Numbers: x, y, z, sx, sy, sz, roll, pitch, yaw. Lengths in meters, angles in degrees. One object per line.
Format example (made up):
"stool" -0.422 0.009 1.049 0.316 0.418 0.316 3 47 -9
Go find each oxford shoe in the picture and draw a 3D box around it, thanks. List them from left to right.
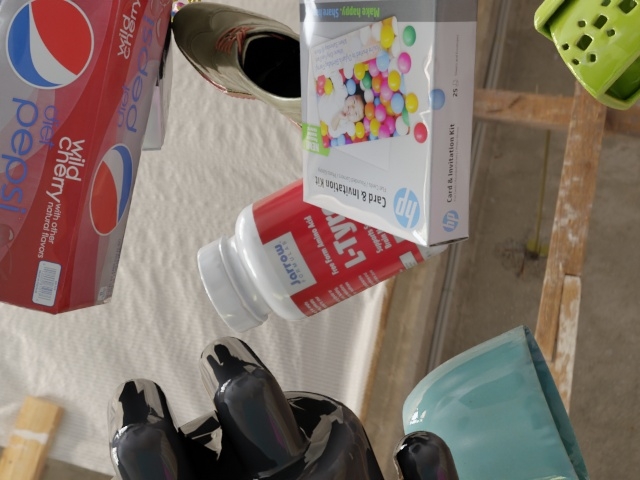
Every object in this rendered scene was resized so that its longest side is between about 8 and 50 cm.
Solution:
"oxford shoe" -0.083 -0.246 0.973 0.348 0.130 0.123 32 -94 29

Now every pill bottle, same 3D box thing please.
"pill bottle" 0.000 0.000 1.341 0.407 0.229 0.229 -27 -116 7

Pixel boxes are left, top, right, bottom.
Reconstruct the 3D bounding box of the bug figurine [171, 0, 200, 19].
"bug figurine" -0.327 -0.544 1.595 0.072 0.216 0.279 -27 -103 32

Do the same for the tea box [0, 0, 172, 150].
"tea box" -0.292 -0.309 0.896 0.219 0.324 0.329 -2 -153 -9

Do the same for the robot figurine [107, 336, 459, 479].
"robot figurine" -0.027 0.201 0.436 0.209 0.173 0.278 -15 -77 25

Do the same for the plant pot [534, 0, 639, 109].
"plant pot" 0.526 -0.389 1.340 0.228 0.227 0.207 -49 -114 26

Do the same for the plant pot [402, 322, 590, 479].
"plant pot" 0.275 0.312 1.231 0.235 0.293 0.293 -23 -116 17

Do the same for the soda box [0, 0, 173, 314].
"soda box" -0.173 -0.087 0.526 0.083 0.092 0.264 13 -87 8

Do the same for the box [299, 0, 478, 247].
"box" 0.038 -0.104 0.486 0.038 0.186 0.145 -12 -159 -31
